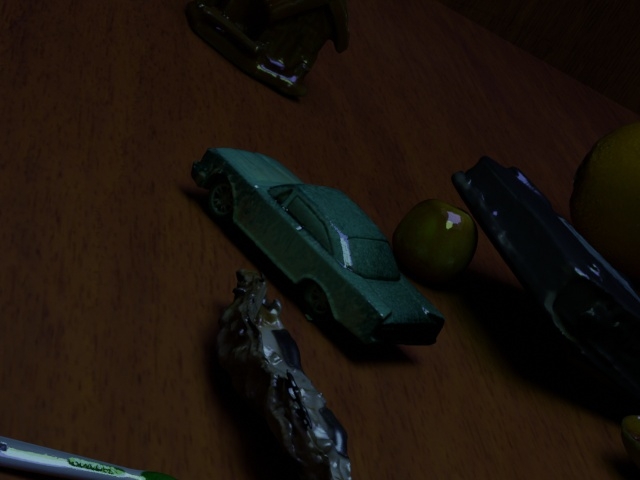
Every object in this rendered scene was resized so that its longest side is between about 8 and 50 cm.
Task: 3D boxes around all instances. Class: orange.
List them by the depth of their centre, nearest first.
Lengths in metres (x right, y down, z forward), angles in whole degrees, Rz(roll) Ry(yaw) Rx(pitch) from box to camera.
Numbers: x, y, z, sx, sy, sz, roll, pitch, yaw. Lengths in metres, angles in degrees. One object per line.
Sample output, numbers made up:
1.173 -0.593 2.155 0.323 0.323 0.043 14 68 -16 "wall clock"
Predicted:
0.530 -0.062 2.483 0.274 0.274 0.274 29 19 -11 "orange"

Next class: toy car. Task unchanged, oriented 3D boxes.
0.000 0.000 1.748 0.320 0.097 0.141 44 22 30 "toy car"

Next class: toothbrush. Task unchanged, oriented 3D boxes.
-0.124 0.192 1.204 0.304 0.030 0.030 18 23 -28 "toothbrush"

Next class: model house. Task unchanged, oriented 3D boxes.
-0.061 -0.368 2.369 0.219 0.229 0.199 24 15 -20 "model house"

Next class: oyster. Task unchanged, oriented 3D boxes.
-0.039 0.124 1.443 0.129 0.078 0.345 46 8 -31 "oyster"

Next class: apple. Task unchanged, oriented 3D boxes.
0.149 -0.001 1.976 0.099 0.102 0.114 39 18 20 "apple"

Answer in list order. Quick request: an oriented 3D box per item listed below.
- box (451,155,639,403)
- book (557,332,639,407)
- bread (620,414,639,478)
0.335 0.063 1.994 0.359 0.091 0.350 40 13 -33 "box"
0.415 0.150 2.150 0.228 0.018 0.322 31 19 -7 "book"
0.439 0.265 1.814 0.233 0.088 0.161 9 25 -44 "bread"
